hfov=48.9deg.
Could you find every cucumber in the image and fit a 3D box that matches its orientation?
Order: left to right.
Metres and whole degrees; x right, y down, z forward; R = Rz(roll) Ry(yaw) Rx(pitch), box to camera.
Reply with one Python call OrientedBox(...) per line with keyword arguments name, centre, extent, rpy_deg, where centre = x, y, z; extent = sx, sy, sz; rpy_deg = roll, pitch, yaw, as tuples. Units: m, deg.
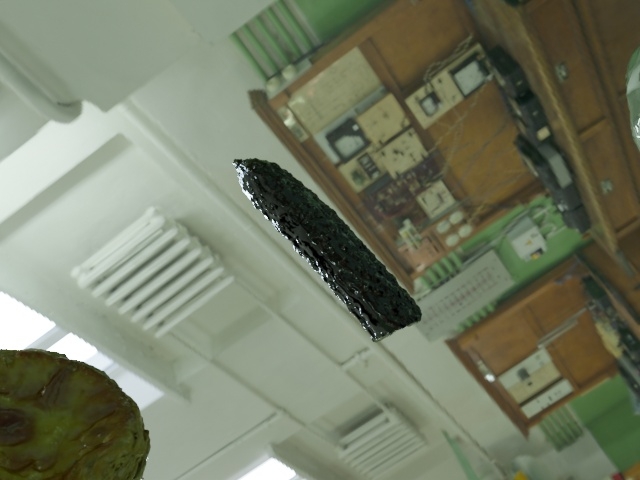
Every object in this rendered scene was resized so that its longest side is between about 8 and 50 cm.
OrientedBox(name="cucumber", centre=(0.001, -0.001, 0.840), extent=(0.300, 0.072, 0.072), rpy_deg=(48, -173, 12))

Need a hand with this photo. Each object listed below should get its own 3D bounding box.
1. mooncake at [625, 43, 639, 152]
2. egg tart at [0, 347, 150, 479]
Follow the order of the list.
OrientedBox(name="mooncake", centre=(0.416, -0.087, 0.502), extent=(0.357, 0.356, 0.194), rpy_deg=(57, 147, 12))
OrientedBox(name="egg tart", centre=(-0.346, 0.241, 0.807), extent=(0.294, 0.116, 0.295), rpy_deg=(23, -154, -12))
